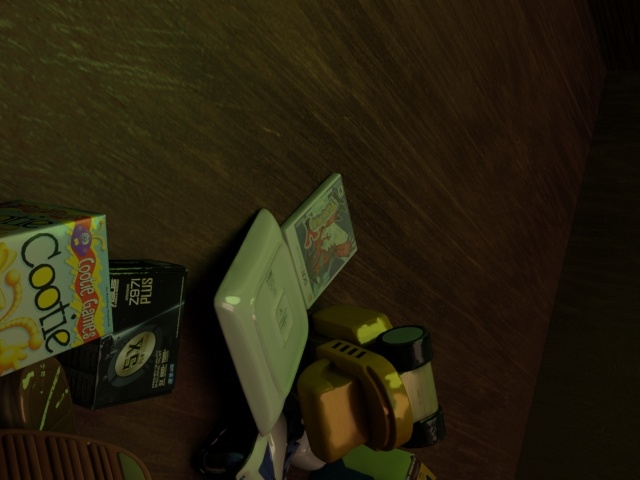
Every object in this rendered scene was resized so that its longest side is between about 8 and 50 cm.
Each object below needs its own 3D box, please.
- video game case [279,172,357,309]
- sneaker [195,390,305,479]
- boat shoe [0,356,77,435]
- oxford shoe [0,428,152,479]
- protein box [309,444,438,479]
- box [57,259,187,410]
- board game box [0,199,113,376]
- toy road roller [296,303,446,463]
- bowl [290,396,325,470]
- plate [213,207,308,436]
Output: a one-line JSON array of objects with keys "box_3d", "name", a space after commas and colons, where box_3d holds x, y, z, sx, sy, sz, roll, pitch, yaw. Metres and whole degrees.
[{"box_3d": [0.000, 0.000, 1.458, 0.201, 0.023, 0.183, -49, 136, -41], "name": "video game case"}, {"box_3d": [-0.131, 0.404, 1.272, 0.182, 0.127, 0.315, 14, 79, -55], "name": "sneaker"}, {"box_3d": [-0.348, 0.297, 0.886, 0.123, 0.123, 0.342, -52, 138, -72], "name": "boat shoe"}, {"box_3d": [-0.366, 0.290, 0.749, 0.397, 0.140, 0.146, -3, 123, -23], "name": "oxford shoe"}, {"box_3d": [0.115, 0.512, 1.602, 0.201, 0.200, 0.136, 53, 54, -50], "name": "protein box"}, {"box_3d": [-0.260, 0.117, 1.016, 0.147, 0.077, 0.180, 3, 95, -58], "name": "box"}, {"box_3d": [-0.364, 0.056, 0.772, 0.275, 0.142, 0.144, -21, 116, -54], "name": "board game box"}, {"box_3d": [0.046, 0.257, 1.358, 0.241, 0.329, 0.202, -18, 105, -29], "name": "toy road roller"}, {"box_3d": [-0.012, 0.377, 1.506, 0.142, 0.053, 0.142, 50, 54, -52], "name": "bowl"}, {"box_3d": [-0.078, 0.126, 1.257, 0.277, 0.045, 0.278, -68, 149, -55], "name": "plate"}]
